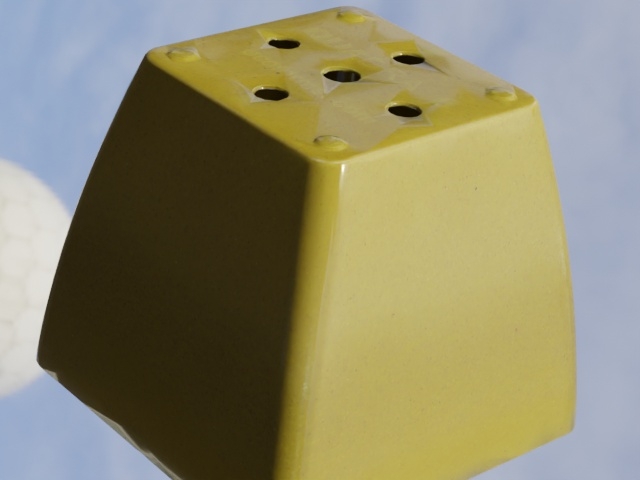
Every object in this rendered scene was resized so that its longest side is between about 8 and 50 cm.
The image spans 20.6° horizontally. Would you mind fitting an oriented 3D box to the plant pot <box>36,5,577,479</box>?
[{"bbox_3d":[0.000,0.000,0.889,0.212,0.212,0.187,33,-51,39],"label":"plant pot"}]
